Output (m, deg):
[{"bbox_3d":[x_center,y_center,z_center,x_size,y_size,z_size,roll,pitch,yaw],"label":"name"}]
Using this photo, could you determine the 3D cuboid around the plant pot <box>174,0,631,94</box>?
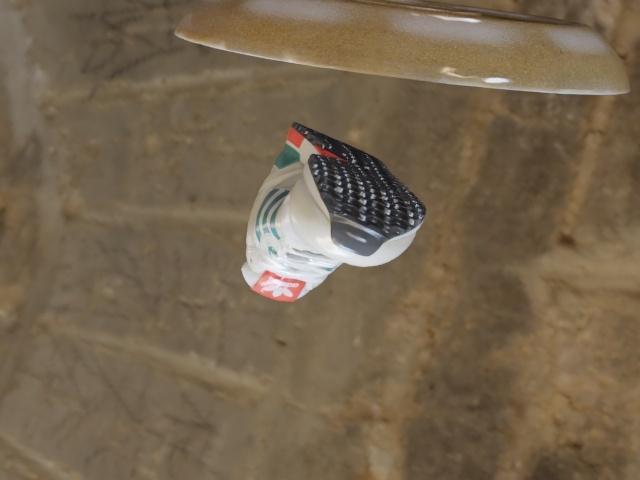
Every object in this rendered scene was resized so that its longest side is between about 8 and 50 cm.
[{"bbox_3d":[0.044,-0.108,0.769,0.236,0.236,0.032,29,-66,61],"label":"plant pot"}]

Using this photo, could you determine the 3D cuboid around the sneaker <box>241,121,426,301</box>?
[{"bbox_3d":[0.000,0.000,0.656,0.075,0.057,0.161,-65,-167,11],"label":"sneaker"}]
